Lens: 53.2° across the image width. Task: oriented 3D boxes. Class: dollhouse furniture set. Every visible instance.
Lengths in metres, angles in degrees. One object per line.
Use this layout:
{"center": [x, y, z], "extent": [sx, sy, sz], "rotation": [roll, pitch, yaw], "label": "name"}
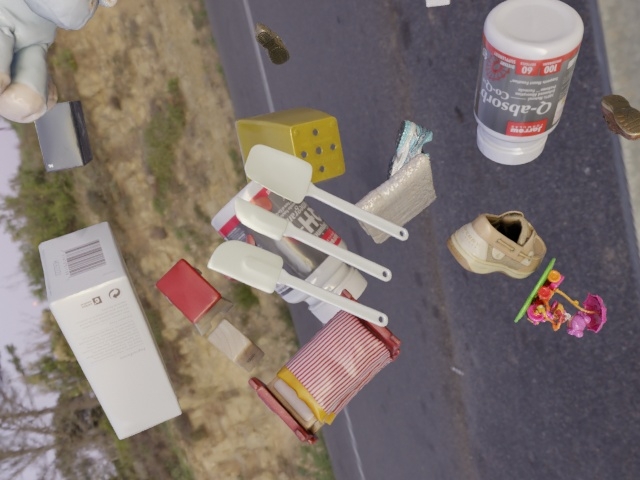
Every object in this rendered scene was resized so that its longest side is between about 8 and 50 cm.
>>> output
{"center": [-0.077, 0.120, 1.007], "extent": [0.374, 0.201, 0.152], "rotation": [41, 169, 19], "label": "dollhouse furniture set"}

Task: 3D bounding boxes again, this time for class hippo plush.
{"center": [-0.423, -0.335, 0.980], "extent": [0.234, 0.237, 0.294], "rotation": [59, -174, -31], "label": "hippo plush"}

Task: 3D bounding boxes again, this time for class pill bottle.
{"center": [0.475, -0.364, 1.512], "extent": [0.362, 0.210, 0.210], "rotation": [80, 167, -53], "label": "pill bottle"}
{"center": [-0.057, 0.017, 1.327], "extent": [0.318, 0.176, 0.176], "rotation": [46, 169, -6], "label": "pill bottle"}

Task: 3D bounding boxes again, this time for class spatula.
{"center": [0.000, 0.000, 0.786], "extent": [0.019, 0.242, 0.168], "rotation": [-24, 46, 62], "label": "spatula"}

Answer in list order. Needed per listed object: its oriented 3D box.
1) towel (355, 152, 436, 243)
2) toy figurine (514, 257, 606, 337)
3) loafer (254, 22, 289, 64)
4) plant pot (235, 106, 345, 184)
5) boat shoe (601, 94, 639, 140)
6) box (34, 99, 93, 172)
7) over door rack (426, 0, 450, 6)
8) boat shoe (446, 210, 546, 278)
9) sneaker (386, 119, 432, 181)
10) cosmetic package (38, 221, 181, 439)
{"center": [0.165, -0.085, 1.387], "extent": [0.049, 0.187, 0.282], "rotation": [50, -179, 17], "label": "towel"}
{"center": [0.528, 0.147, 1.373], "extent": [0.159, 0.173, 0.130], "rotation": [32, 155, 18], "label": "toy figurine"}
{"center": [-0.123, -0.504, 1.632], "extent": [0.148, 0.056, 0.050], "rotation": [45, -154, -62], "label": "loafer"}
{"center": [-0.058, -0.223, 1.603], "extent": [0.187, 0.212, 0.212], "rotation": [6, 111, 53], "label": "plant pot"}
{"center": [0.707, -0.278, 1.496], "extent": [0.178, 0.064, 0.060], "rotation": [-91, -6, -52], "label": "boat shoe"}
{"center": [-0.624, -0.257, 1.556], "extent": [0.158, 0.093, 0.155], "rotation": [-130, 31, -72], "label": "box"}
{"center": [0.230, -0.709, 1.525], "extent": [0.324, 0.108, 0.239], "rotation": [-83, -20, -58], "label": "over door rack"}
{"center": [0.398, 0.003, 1.331], "extent": [0.110, 0.341, 0.121], "rotation": [-50, 61, 30], "label": "boat shoe"}
{"center": [0.294, -0.253, 2.124], "extent": [0.110, 0.122, 0.283], "rotation": [-82, 5, -53], "label": "sneaker"}
{"center": [-0.473, 0.213, 1.465], "extent": [0.230, 0.162, 0.453], "rotation": [-129, 23, -49], "label": "cosmetic package"}
